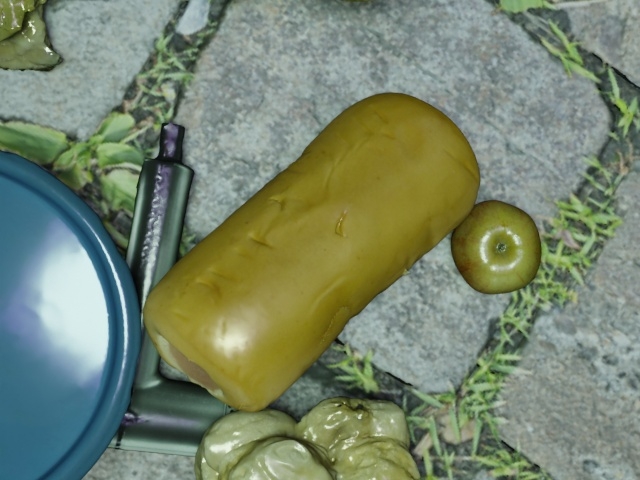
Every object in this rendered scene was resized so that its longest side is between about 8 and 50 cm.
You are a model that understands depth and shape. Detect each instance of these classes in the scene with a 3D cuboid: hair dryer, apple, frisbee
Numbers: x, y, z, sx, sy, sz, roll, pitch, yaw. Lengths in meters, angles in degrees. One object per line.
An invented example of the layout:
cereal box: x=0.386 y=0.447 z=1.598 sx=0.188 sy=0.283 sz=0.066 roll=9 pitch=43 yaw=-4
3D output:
hair dryer: x=-0.219 y=0.053 z=0.726 sx=0.321 sy=0.155 sz=0.284 roll=2 pitch=70 yaw=-16
apple: x=0.155 y=0.006 z=0.738 sx=0.084 sy=0.071 sz=0.083 roll=0 pitch=90 yaw=-4
frisbee: x=-0.271 y=0.069 z=0.592 sx=0.290 sy=0.049 sz=0.289 roll=5 pitch=81 yaw=-32

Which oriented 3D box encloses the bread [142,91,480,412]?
bread: x=0.000 y=0.000 z=0.683 sx=0.142 sy=0.091 sz=0.305 roll=41 pitch=71 yaw=15

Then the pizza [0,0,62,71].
pizza: x=-0.292 y=-0.262 z=0.707 sx=0.223 sy=0.089 sz=0.323 roll=29 pitch=89 yaw=0

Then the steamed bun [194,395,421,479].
steamed bun: x=-0.013 y=0.225 z=0.687 sx=0.178 sy=0.106 sz=0.192 roll=3 pitch=127 yaw=-16
